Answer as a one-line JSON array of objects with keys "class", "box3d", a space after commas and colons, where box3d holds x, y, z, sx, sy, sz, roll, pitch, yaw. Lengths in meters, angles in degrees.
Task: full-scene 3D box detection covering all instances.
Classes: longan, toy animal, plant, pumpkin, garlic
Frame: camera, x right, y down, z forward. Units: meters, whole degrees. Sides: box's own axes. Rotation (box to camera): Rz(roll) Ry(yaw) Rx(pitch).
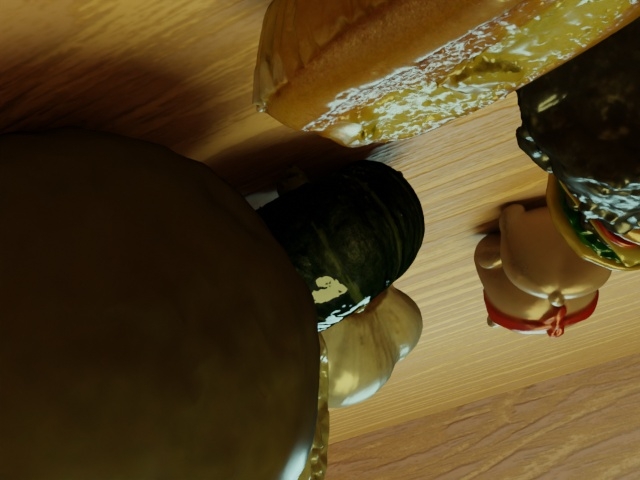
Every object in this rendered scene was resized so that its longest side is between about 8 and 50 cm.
[{"class": "longan", "box3d": [-0.217, 0.115, 0.867, 0.436, 0.404, 0.404, -33, 163, -3]}, {"class": "toy animal", "box3d": [0.283, 0.038, 1.437, 0.171, 0.171, 0.198, -11, 155, -8]}, {"class": "plant", "box3d": [0.252, -0.107, 0.895, 0.204, 0.178, 0.234, -31, 169, 18]}, {"class": "pumpkin", "box3d": [-0.001, 0.002, 1.091, 0.211, 0.152, 0.211, -39, -175, 4]}, {"class": "garlic", "box3d": [-0.013, 0.117, 1.408, 0.281, 0.185, 0.203, -5, 172, -26]}]

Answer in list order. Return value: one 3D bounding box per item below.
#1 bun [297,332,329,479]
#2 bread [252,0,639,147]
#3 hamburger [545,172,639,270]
[{"class": "bun", "box3d": [-0.157, 0.186, 1.187, 0.364, 0.364, 0.202, -14, 175, 3]}, {"class": "bread", "box3d": [0.087, -0.156, 0.710, 0.152, 0.119, 0.288, 9, 153, -42]}, {"class": "hamburger", "box3d": [0.312, -0.048, 1.167, 0.162, 0.162, 0.115, -7, 158, -19]}]
